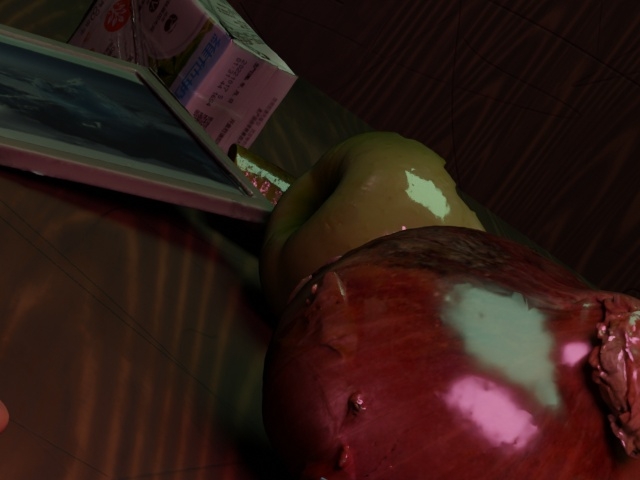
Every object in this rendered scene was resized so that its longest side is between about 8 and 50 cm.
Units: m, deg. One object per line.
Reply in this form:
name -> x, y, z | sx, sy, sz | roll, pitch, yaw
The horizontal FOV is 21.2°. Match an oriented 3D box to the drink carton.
drink carton -> -0.185, -0.228, 2.206 | 0.132, 0.194, 0.324 | 25, 16, -39

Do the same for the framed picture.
framed picture -> -0.281, -0.147, 1.848 | 0.446, 0.028, 0.326 | 12, 26, -46

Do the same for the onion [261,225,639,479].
onion -> 0.113, 0.149, 1.387 | 0.354, 0.353, 0.353 | 35, 11, -8

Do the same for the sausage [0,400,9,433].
sausage -> -0.226, 0.116, 1.082 | 0.034, 0.034, 0.083 | 38, 12, 9

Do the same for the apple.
apple -> 0.068, 0.027, 1.813 | 0.279, 0.279, 0.279 | 35, 11, -8

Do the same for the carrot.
carrot -> 0.000, 0.000, 2.070 | 0.302, 0.114, 0.114 | 30, 12, -13

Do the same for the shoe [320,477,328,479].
shoe -> -0.031, 0.210, 1.200 | 0.064, 0.071, 0.143 | 39, 16, 16
